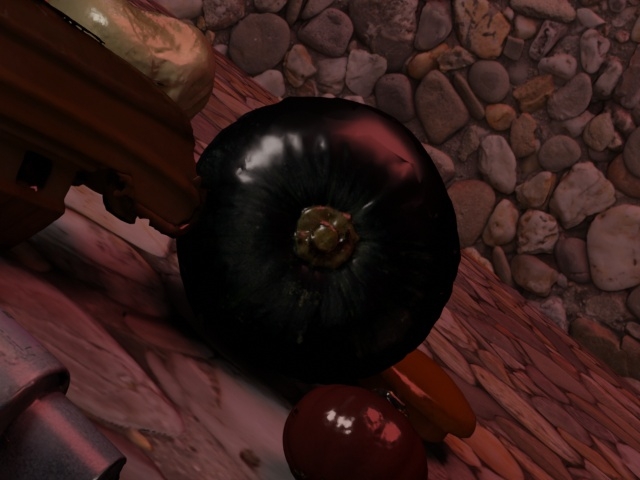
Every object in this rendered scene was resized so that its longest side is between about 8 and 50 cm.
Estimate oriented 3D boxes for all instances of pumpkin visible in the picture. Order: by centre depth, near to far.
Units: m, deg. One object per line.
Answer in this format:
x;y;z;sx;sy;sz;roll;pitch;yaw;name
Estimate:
0.000;0.000;0.814;0.233;0.233;0.163;37;-9;-1;pumpkin

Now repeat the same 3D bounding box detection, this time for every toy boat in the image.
-0.249;-0.098;0.606;0.136;0.162;0.445;23;-4;36;toy boat

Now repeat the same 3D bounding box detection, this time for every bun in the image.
-0.232;-0.202;1.195;0.229;0.145;0.229;11;-12;2;bun

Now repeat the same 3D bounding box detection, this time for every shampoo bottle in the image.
-0.178;0.045;0.457;0.214;0.072;0.072;39;10;12;shampoo bottle

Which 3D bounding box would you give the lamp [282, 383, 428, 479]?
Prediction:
0.022;0.139;0.657;0.101;0.090;0.101;32;-27;19;lamp

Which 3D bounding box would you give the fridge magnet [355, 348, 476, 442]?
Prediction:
0.084;0.137;0.947;0.143;0.063;0.143;38;10;-7;fridge magnet
